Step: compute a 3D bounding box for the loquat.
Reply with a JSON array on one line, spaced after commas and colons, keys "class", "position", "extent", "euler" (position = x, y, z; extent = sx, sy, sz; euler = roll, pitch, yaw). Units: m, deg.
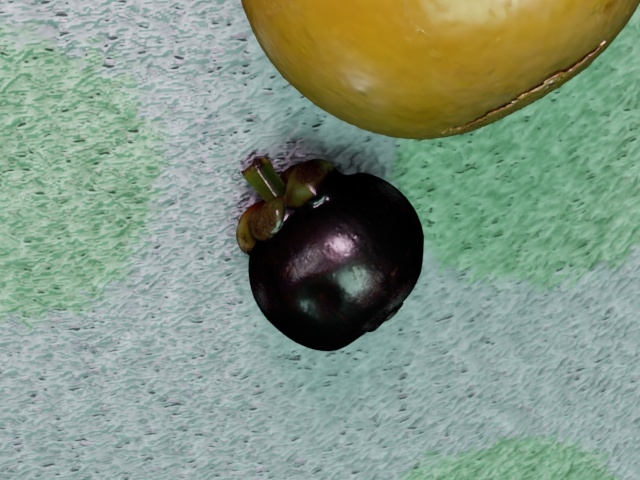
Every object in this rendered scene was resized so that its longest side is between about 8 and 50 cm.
[{"class": "loquat", "position": [0.076, -0.185, 1.090], "extent": [0.263, 0.263, 0.263], "euler": [-10, 131, -12]}]

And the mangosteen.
[{"class": "mangosteen", "position": [0.000, 0.000, 1.325], "extent": [0.137, 0.137, 0.151], "euler": [-40, 96, 15]}]
